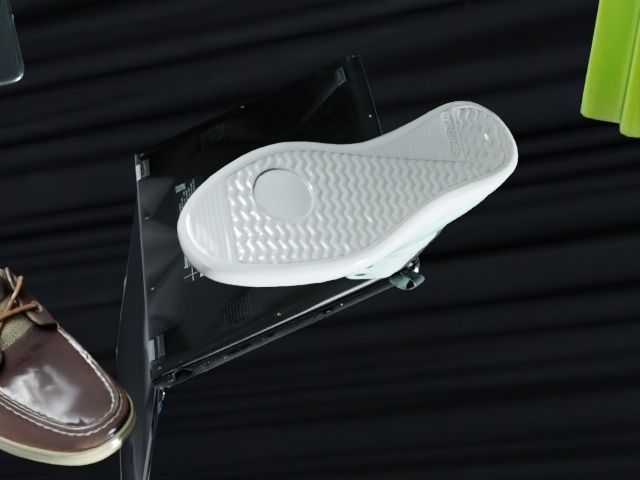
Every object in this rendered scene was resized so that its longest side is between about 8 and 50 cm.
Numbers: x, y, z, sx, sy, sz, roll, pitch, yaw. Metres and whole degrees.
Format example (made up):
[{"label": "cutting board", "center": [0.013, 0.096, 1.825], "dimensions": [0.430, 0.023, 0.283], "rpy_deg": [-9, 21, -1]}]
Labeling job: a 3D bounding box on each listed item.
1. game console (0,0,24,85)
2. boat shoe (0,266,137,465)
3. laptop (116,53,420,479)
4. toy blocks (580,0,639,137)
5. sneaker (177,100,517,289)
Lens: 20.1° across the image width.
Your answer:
[{"label": "game console", "center": [-0.298, -0.163, 1.354], "dimensions": [0.107, 0.122, 0.071], "rpy_deg": [47, -38, 42]}, {"label": "boat shoe", "center": [-0.317, 0.085, 1.685], "dimensions": [0.123, 0.342, 0.123], "rpy_deg": [-42, 150, -28]}, {"label": "laptop", "center": [-0.075, 0.074, 1.800], "dimensions": [0.236, 0.408, 0.382], "rpy_deg": [59, 11, -35]}, {"label": "toy blocks", "center": [0.153, -0.025, 0.396], "dimensions": [0.261, 0.190, 0.381], "rpy_deg": [-61, 159, -68]}, {"label": "sneaker", "center": [0.001, 0.000, 1.174], "dimensions": [0.256, 0.151, 0.094], "rpy_deg": [-18, 71, -36]}]
